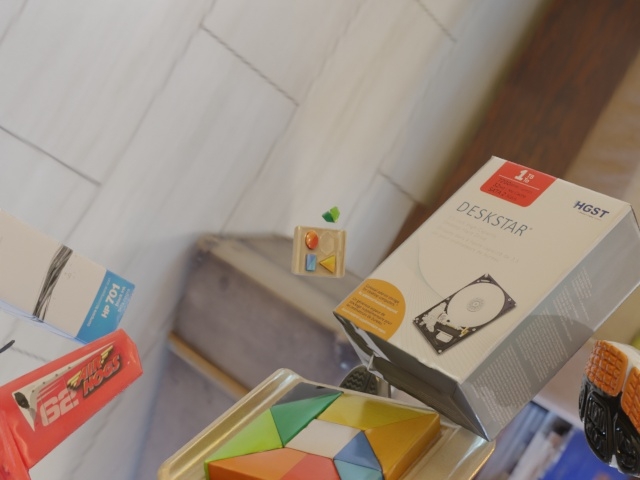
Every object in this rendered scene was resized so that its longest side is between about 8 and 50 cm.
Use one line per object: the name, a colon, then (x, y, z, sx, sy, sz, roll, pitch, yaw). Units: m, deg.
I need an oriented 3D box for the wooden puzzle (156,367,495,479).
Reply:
wooden puzzle: (0.008, 0.190, 1.087, 0.221, 0.239, 0.044, -35, 130, -50)

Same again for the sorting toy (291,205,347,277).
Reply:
sorting toy: (0.000, 0.000, 1.399, 0.062, 0.012, 0.083, 5, 83, -9)

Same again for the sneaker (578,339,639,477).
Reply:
sneaker: (0.319, 0.165, 1.007, 0.121, 0.262, 0.099, 3, 112, -24)

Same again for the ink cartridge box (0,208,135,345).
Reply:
ink cartridge box: (-0.300, 0.029, 1.184, 0.191, 0.140, 0.082, 37, 73, -44)

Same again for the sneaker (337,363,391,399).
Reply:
sneaker: (0.077, 0.263, 1.617, 0.130, 0.087, 0.227, -12, 111, -45)

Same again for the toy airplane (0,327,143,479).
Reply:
toy airplane: (-0.132, 0.106, 0.535, 0.151, 0.151, 0.028, -49, 144, -15)

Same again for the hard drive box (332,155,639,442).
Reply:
hard drive box: (0.158, 0.046, 1.117, 0.232, 0.181, 0.089, -43, 128, -18)
